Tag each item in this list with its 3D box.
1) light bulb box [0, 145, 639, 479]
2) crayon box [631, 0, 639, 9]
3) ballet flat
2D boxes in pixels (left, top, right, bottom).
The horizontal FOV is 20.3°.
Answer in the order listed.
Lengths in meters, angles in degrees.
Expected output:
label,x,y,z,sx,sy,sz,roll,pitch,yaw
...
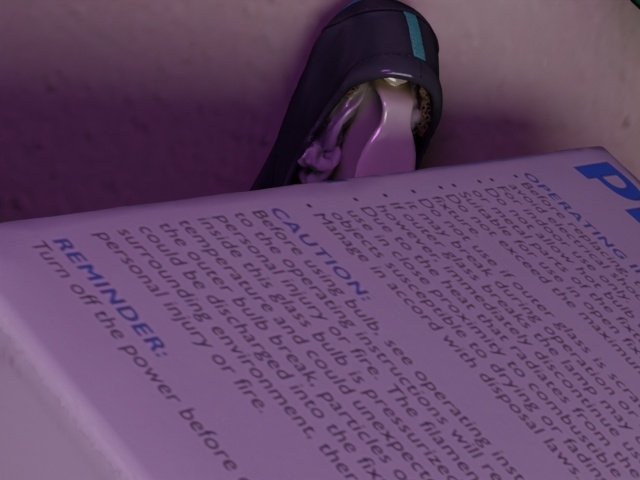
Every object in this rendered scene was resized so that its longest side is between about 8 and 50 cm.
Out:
label,x,y,z,sx,sy,sz,roll,pitch,yaw
light bulb box,-0.010,0.174,0.633,0.361,0.225,0.358,-9,141,-52
crayon box,0.251,-0.154,0.663,0.278,0.165,0.081,-45,126,11
ballet flat,0.000,0.000,0.731,0.074,0.074,0.203,9,119,-26
